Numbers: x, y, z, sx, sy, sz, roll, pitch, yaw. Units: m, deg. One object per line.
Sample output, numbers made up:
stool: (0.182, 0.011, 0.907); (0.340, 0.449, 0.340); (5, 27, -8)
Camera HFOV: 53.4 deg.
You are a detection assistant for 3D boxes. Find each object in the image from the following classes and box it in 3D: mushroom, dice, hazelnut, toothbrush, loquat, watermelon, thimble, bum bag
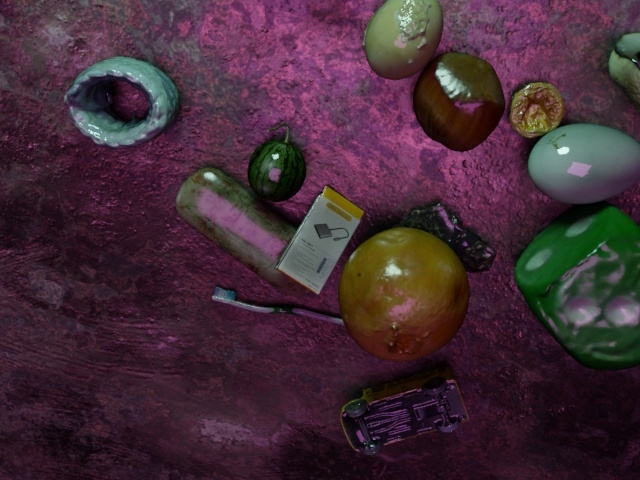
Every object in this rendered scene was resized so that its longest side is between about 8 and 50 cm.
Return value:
mushroom: (0.743, -0.344, 1.371); (0.267, 0.189, 0.164); (-12, 127, -16)
dice: (0.655, 0.102, 1.495); (0.297, 0.287, 0.300); (42, 109, -12)
hazelnut: (0.313, -0.313, 1.428); (0.186, 0.210, 0.210); (-45, 103, -5)
toothbrush: (-0.089, 0.195, 1.728); (0.418, 0.042, 0.040); (14, 81, 0)
loquat: (0.195, 0.128, 1.527); (0.329, 0.328, 0.328); (2, 112, 4)
watermelon: (-0.101, -0.186, 1.525); (0.141, 0.140, 0.187); (15, 106, -1)
thimble: (-0.464, -0.319, 1.485); (0.250, 0.172, 0.204); (7, 114, 0)
bum bag: (0.334, -0.005, 1.597); (0.248, 0.069, 0.102); (35, 146, -11)

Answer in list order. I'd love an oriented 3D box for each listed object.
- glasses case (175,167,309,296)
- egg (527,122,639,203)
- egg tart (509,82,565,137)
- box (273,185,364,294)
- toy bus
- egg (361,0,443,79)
glasses case: (-0.172, -0.018, 1.618); (0.425, 0.098, 0.156); (37, 99, -10)
egg: (0.606, -0.174, 1.445); (0.264, 0.183, 0.182); (-2, 112, -1)
egg tart: (0.496, -0.304, 1.472); (0.130, 0.052, 0.130); (2, 114, 4)
box: (0.000, 0.000, 1.590); (0.129, 0.033, 0.247); (34, 75, -12)
toy bus: (0.224, 0.459, 1.750); (0.330, 0.152, 0.144); (-19, 104, 10)
egg: (0.180, -0.449, 1.386); (0.164, 0.164, 0.201); (31, 109, -8)
